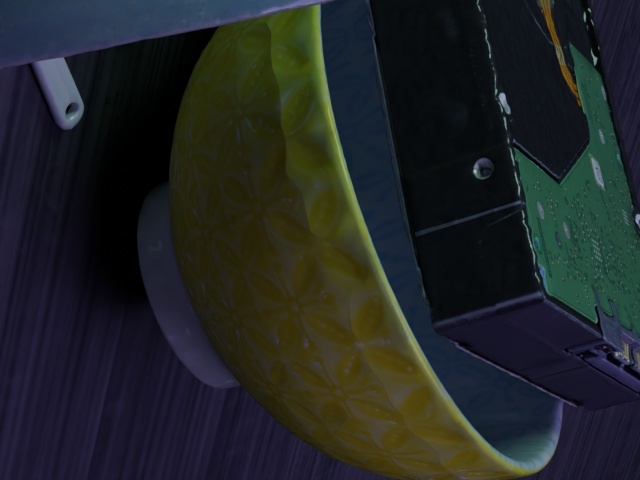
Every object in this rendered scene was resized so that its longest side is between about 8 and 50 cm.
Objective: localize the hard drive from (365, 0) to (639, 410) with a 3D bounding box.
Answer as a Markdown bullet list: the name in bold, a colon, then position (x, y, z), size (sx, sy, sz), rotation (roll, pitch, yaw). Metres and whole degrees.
- **hard drive**: position (0.091, -0.095, 0.935), size (0.237, 0.064, 0.339), rotation (27, 48, -61)

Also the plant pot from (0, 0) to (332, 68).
- **plant pot**: position (-0.068, -0.168, 0.628), size (0.293, 0.293, 0.196), rotation (-21, 103, -50)

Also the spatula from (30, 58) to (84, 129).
- **spatula**: position (-0.101, -0.171, 0.814), size (0.168, 0.019, 0.242), rotation (-50, 148, -23)

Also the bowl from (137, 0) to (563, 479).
- **bowl**: position (0.000, 0.000, 0.940), size (0.289, 0.156, 0.289), rotation (50, 30, -43)
